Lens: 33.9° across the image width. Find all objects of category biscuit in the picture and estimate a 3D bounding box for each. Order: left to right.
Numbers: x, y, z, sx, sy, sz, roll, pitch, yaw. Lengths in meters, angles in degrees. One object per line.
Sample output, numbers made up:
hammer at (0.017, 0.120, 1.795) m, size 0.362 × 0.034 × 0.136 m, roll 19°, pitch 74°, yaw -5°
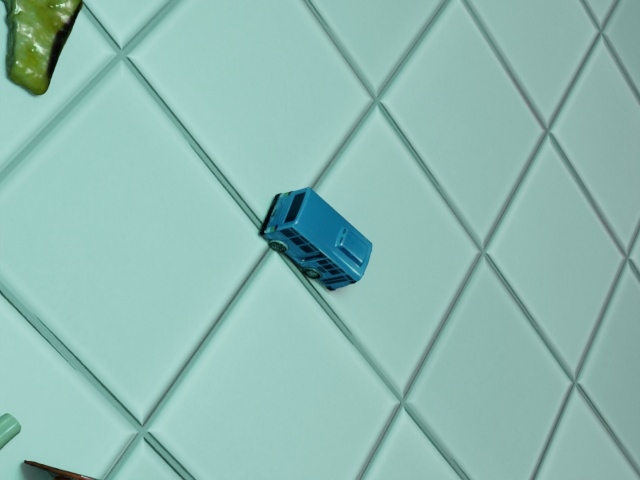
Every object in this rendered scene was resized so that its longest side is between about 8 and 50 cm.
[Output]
biscuit at (-0.426, -0.318, 1.456) m, size 0.183 × 0.039 × 0.174 m, roll 36°, pitch 61°, yaw -33°

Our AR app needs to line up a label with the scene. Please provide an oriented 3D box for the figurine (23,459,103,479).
figurine at (-0.312, 0.420, 1.350) m, size 0.183 × 0.160 × 0.226 m, roll 27°, pitch 72°, yaw -36°

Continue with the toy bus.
toy bus at (0.000, 0.000, 1.753) m, size 0.185 × 0.106 × 0.090 m, roll 40°, pitch 54°, yaw -31°

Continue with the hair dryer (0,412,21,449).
hair dryer at (-0.390, 0.299, 1.305) m, size 0.199 × 0.067 × 0.167 m, roll 29°, pitch 40°, yaw 0°
